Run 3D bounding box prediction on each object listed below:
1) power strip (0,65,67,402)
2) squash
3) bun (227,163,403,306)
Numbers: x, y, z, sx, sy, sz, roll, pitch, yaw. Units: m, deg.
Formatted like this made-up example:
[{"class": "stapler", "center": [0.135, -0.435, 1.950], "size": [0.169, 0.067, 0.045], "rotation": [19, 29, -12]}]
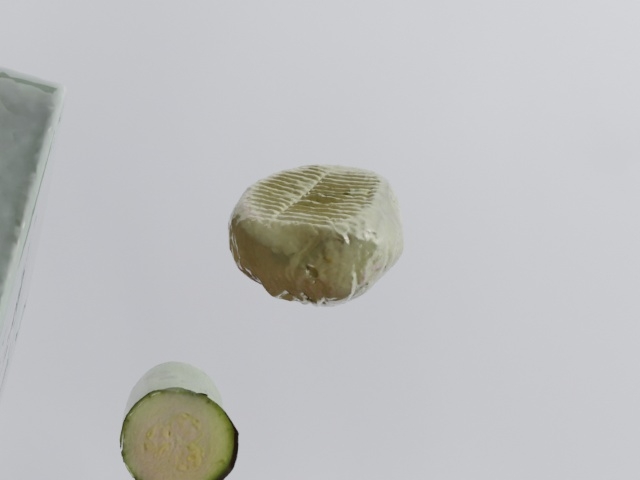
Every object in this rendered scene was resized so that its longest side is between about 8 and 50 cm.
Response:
[{"class": "power strip", "center": [-0.162, 0.084, 0.638], "size": [0.141, 0.261, 0.229], "rotation": [15, -31, -9]}, {"class": "squash", "center": [-0.125, 0.151, 1.271], "size": [0.095, 0.095, 0.188], "rotation": [60, -4, -9]}, {"class": "bun", "center": [0.000, 0.000, 0.936], "size": [0.115, 0.115, 0.069], "rotation": [23, -54, 40]}]
